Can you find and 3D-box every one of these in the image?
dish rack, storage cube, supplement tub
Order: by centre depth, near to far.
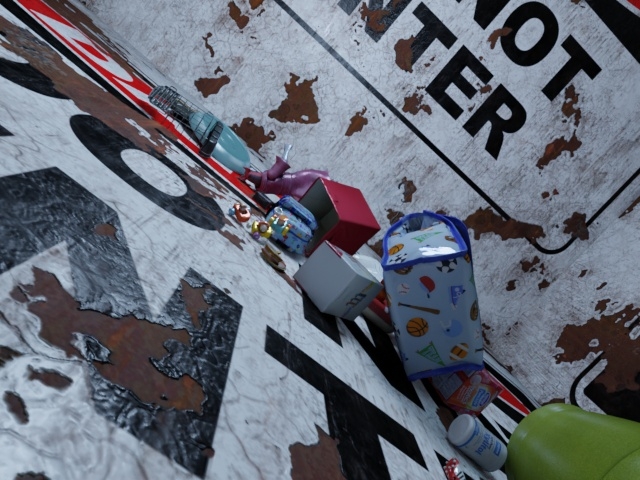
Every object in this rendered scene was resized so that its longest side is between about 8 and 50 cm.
[{"bbox_3d":[0.328,0.423,0.977,0.107,0.071,0.071,39,8,-7],"label":"supplement tub"},{"bbox_3d":[0.045,-0.066,1.528,0.193,0.184,0.215,11,44,-41],"label":"storage cube"},{"bbox_3d":[-0.465,-0.420,1.610,0.271,0.074,0.208,33,27,-20],"label":"dish rack"}]

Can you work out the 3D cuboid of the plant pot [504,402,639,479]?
[{"bbox_3d":[0.533,0.473,0.840,0.366,0.366,0.353,40,-3,-9],"label":"plant pot"}]

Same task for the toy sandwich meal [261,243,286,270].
[{"bbox_3d":[-0.109,0.039,1.124,0.085,0.029,0.085,40,8,-7],"label":"toy sandwich meal"}]

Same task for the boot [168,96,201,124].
[{"bbox_3d":[-0.523,-0.481,1.884,0.197,0.077,0.137,28,24,-36],"label":"boot"}]

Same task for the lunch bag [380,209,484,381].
[{"bbox_3d":[0.294,0.118,1.244,0.385,0.238,0.328,-71,150,-72],"label":"lunch bag"}]

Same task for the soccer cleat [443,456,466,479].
[{"bbox_3d":[0.232,0.404,0.793,0.036,0.029,0.083,50,11,-1],"label":"soccer cleat"}]

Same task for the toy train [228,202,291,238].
[{"bbox_3d":[-0.149,-0.064,1.226,0.166,0.046,0.125,-4,52,-37],"label":"toy train"}]

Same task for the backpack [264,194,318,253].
[{"bbox_3d":[-0.086,-0.042,1.366,0.158,0.117,0.173,39,10,-11],"label":"backpack"}]

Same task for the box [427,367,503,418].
[{"bbox_3d":[0.373,0.360,1.320,0.122,0.128,0.257,38,8,-23],"label":"box"}]

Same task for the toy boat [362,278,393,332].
[{"bbox_3d":[0.176,0.156,1.402,0.231,0.151,0.151,40,8,-9],"label":"toy boat"}]

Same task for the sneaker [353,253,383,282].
[{"bbox_3d":[0.212,0.161,1.736,0.297,0.111,0.129,42,13,9],"label":"sneaker"}]

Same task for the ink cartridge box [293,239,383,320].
[{"bbox_3d":[0.048,0.105,1.162,0.128,0.127,0.176,46,8,31],"label":"ink cartridge box"}]

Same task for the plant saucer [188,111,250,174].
[{"bbox_3d":[-0.387,-0.397,1.864,0.317,0.043,0.318,46,17,-19],"label":"plant saucer"}]

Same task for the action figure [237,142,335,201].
[{"bbox_3d":[-0.145,-0.209,1.825,0.369,0.248,0.276,3,63,-28],"label":"action figure"}]

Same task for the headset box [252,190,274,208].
[{"bbox_3d":[-0.203,-0.143,1.649,0.062,0.032,0.083,41,6,1],"label":"headset box"}]

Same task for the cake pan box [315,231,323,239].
[{"bbox_3d":[0.000,0.000,1.724,0.245,0.070,0.267,43,8,-4],"label":"cake pan box"}]
